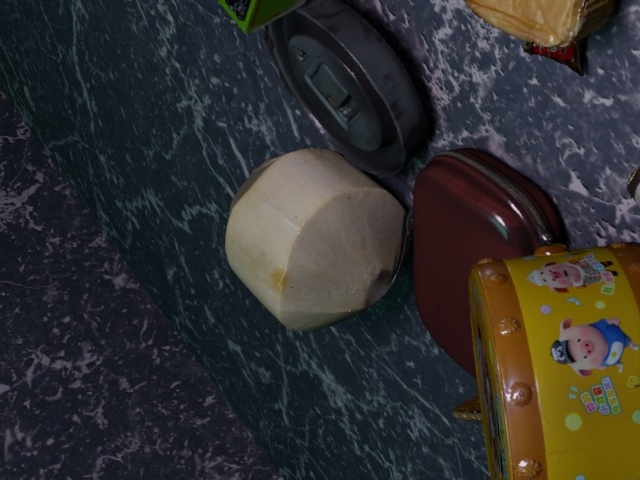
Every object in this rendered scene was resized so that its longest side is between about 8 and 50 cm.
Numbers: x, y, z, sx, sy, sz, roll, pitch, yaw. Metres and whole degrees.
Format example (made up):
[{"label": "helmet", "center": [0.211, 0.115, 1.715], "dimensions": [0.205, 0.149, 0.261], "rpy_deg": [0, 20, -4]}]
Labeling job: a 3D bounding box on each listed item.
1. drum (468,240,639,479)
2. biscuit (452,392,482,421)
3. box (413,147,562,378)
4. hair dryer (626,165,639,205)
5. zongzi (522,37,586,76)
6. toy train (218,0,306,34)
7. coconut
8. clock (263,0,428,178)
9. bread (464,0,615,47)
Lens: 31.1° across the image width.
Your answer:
[{"label": "drum", "center": [0.320, 0.218, 1.460], "dimensions": [0.431, 0.214, 0.431], "rpy_deg": [-6, -90, -87]}, {"label": "biscuit", "center": [0.313, 0.254, 1.844], "dimensions": [0.025, 0.131, 0.231], "rpy_deg": [65, 157, -3]}, {"label": "box", "center": [0.249, 0.045, 1.761], "dimensions": [0.263, 0.108, 0.404], "rpy_deg": [40, 149, 35]}, {"label": "hair dryer", "center": [0.474, 0.016, 1.323], "dimensions": [0.362, 0.128, 0.203], "rpy_deg": [50, 156, 38]}, {"label": "zongzi", "center": [0.305, -0.252, 1.422], "dimensions": [0.083, 0.067, 0.073], "rpy_deg": [33, 137, 11]}, {"label": "toy train", "center": [-0.039, -0.449, 1.603], "dimensions": [0.173, 0.249, 0.307], "rpy_deg": [52, 154, 11]}, {"label": "coconut", "center": [0.000, 0.000, 1.962], "dimensions": [0.323, 0.323, 0.323], "rpy_deg": [43, 150, 32]}, {"label": "clock", "center": [0.040, -0.245, 1.813], "dimensions": [0.325, 0.067, 0.325], "rpy_deg": [45, 163, 18]}, {"label": "bread", "center": [0.259, -0.311, 1.360], "dimensions": [0.190, 0.114, 0.132], "rpy_deg": [32, 134, 31]}]
